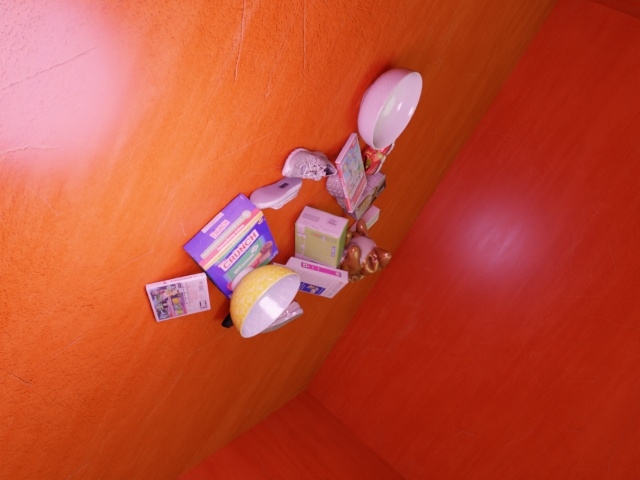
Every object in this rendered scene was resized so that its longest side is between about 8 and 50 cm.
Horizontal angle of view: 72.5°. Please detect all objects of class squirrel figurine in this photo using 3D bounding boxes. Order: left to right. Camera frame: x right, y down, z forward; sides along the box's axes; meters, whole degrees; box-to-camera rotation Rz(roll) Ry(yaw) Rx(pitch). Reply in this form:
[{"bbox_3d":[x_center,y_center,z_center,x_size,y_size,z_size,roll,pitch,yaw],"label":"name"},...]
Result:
[{"bbox_3d":[0.103,0.124,2.289,0.371,0.281,0.397,-20,155,-25],"label":"squirrel figurine"}]

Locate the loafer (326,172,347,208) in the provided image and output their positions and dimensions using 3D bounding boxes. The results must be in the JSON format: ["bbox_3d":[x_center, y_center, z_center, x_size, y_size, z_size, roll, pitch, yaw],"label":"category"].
[{"bbox_3d":[0.107,-0.243,2.019,0.319,0.112,0.111,47,61,-67],"label":"loafer"}]

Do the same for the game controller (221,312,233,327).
[{"bbox_3d":[-0.327,0.307,1.962,0.166,0.067,0.319,-41,169,12],"label":"game controller"}]

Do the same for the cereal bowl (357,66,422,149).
[{"bbox_3d":[0.263,-0.554,1.795,0.339,0.141,0.339,-45,158,-24],"label":"cereal bowl"}]

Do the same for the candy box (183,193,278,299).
[{"bbox_3d":[-0.300,0.032,1.537,0.268,0.122,0.317,-46,157,-16],"label":"candy box"}]

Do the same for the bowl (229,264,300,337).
[{"bbox_3d":[-0.224,0.183,1.549,0.289,0.156,0.289,-42,158,-22],"label":"bowl"}]

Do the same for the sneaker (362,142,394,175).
[{"bbox_3d":[0.259,-0.422,2.057,0.118,0.107,0.278,-18,138,-43],"label":"sneaker"}]

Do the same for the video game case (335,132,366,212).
[{"bbox_3d":[0.139,-0.292,1.906,0.204,0.025,0.285,-62,148,-34],"label":"video game case"}]

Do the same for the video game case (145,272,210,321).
[{"bbox_3d":[-0.467,0.190,1.453,0.184,0.023,0.201,-12,143,-18],"label":"video game case"}]

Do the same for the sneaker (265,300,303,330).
[{"bbox_3d":[-0.223,0.410,2.347,0.258,0.091,0.094,-25,156,-14],"label":"sneaker"}]

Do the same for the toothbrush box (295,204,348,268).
[{"bbox_3d":[0.000,0.000,1.976,0.283,0.206,0.122,94,19,-52],"label":"toothbrush box"}]

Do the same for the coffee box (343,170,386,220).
[{"bbox_3d":[0.225,-0.243,2.257,0.246,0.098,0.141,-49,159,-12],"label":"coffee box"}]

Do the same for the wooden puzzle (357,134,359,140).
[{"bbox_3d":[0.150,-0.430,1.937,0.049,0.006,0.083,-23,143,-54],"label":"wooden puzzle"}]

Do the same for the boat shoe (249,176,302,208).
[{"bbox_3d":[-0.157,-0.156,1.588,0.258,0.095,0.084,-31,145,-44],"label":"boat shoe"}]

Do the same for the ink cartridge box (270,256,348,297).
[{"bbox_3d":[-0.074,0.166,2.000,0.175,0.371,0.069,129,-32,-47],"label":"ink cartridge box"}]

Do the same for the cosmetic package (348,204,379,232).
[{"bbox_3d":[0.256,-0.098,2.604,0.239,0.060,0.098,-44,159,-25],"label":"cosmetic package"}]

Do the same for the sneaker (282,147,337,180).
[{"bbox_3d":[-0.032,-0.278,1.631,0.281,0.115,0.105,-24,144,-53],"label":"sneaker"}]
